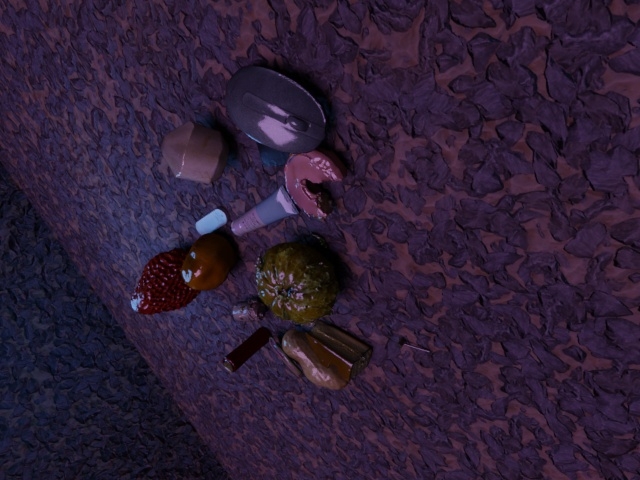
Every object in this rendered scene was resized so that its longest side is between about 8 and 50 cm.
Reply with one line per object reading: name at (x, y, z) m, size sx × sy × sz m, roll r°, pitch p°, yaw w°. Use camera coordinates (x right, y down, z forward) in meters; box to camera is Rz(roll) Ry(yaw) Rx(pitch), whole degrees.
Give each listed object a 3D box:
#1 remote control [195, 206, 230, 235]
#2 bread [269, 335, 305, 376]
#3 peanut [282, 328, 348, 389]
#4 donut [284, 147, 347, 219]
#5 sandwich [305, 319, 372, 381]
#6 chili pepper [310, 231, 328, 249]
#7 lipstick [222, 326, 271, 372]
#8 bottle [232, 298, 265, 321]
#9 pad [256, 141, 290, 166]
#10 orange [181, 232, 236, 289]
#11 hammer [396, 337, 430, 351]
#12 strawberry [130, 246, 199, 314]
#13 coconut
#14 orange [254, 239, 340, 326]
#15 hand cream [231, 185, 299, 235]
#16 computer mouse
remote control at (-0.446, -0.075, 1.997) m, size 0.245 × 0.022 × 0.077 m, roll -24°, pitch 104°, yaw 47°
bread at (-0.145, 0.499, 2.056) m, size 0.228 × 0.033 × 0.228 m, roll 48°, pitch 169°, yaw 13°
peanut at (-0.025, 0.481, 1.934) m, size 0.319 × 0.147 × 0.147 m, roll 35°, pitch 137°, yaw 13°
donut at (-0.018, -0.188, 1.484) m, size 0.199 × 0.085 × 0.232 m, roll 38°, pitch 138°, yaw 13°
sandwich at (0.061, 0.408, 1.822) m, size 0.236 × 0.122 × 0.128 m, roll 29°, pitch 131°, yaw 27°
chili pepper at (0.000, 0.000, 1.655) m, size 0.083 × 0.022 × 0.027 m, roll 44°, pitch 105°, yaw 9°
lipstick at (-0.317, 0.472, 2.109) m, size 0.080 × 0.241 × 0.080 m, roll 22°, pitch 130°, yaw 29°
bottle at (-0.296, 0.301, 2.088) m, size 0.152 × 0.099 × 0.098 m, roll -9°, pitch 112°, yaw 38°
pad at (-0.148, -0.295, 1.586) m, size 0.157 × 0.003 × 0.112 m, roll 8°, pitch 123°, yaw 38°
orange at (-0.454, 0.100, 1.986) m, size 0.183 × 0.249 × 0.249 m, roll 30°, pitch 137°, yaw 0°
hammer at (0.314, 0.355, 1.626) m, size 0.110 × 0.035 × 0.019 m, roll 11°, pitch 126°, yaw 26°
strawberry at (-0.702, 0.206, 2.184) m, size 0.312 × 0.351 × 0.267 m, roll -24°, pitch 109°, yaw 42°
coconut at (-0.435, -0.303, 1.665) m, size 0.222 × 0.202 × 0.202 m, roll 11°, pitch 144°, yaw -22°
orange at (-0.070, 0.137, 1.669) m, size 0.302 × 0.223 × 0.299 m, roll 13°, pitch 122°, yaw 28°
hand cream at (-0.206, -0.098, 1.749) m, size 0.312 × 0.070 × 0.111 m, roll -22°, pitch 101°, yaw 40°
computer mouse at (-0.149, -0.380, 1.397) m, size 0.374 × 0.114 × 0.203 m, roll 31°, pitch 106°, yaw 25°
